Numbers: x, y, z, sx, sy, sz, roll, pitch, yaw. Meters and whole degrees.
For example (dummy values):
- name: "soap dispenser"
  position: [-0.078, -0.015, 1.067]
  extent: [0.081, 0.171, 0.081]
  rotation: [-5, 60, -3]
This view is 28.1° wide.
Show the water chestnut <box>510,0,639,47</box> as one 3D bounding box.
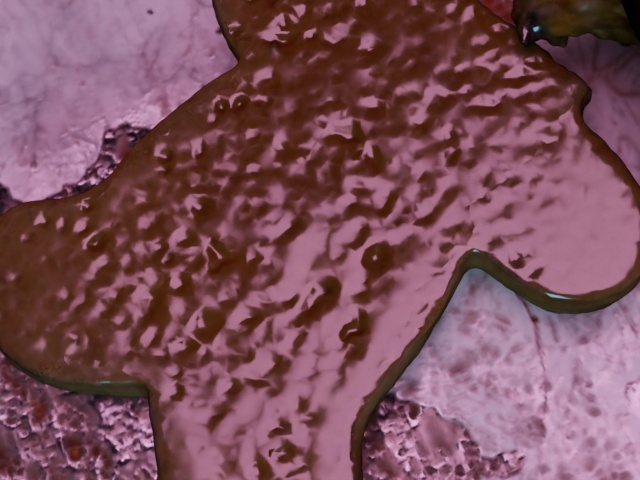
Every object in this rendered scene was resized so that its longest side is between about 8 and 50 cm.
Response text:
- name: "water chestnut"
  position: [0.256, -0.189, 0.765]
  extent: [0.302, 0.350, 0.350]
  rotation: [-29, 71, 21]

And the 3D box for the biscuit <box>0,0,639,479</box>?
- name: "biscuit"
  position: [0.000, 0.000, 0.866]
  extent: [0.368, 0.076, 0.394]
  rotation: [38, 86, 16]
